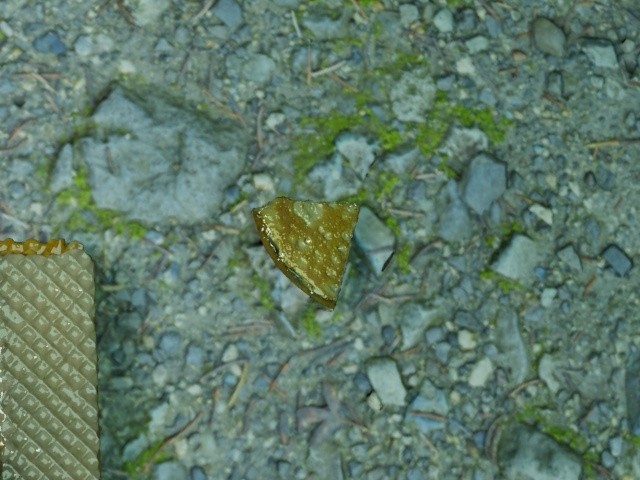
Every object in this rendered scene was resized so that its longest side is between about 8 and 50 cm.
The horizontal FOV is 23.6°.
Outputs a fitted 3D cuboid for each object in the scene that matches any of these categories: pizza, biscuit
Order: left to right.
[{"bbox_3d":[-0.230,0.176,1.288,0.094,0.054,0.378,2,73,-21],"label":"biscuit"},{"bbox_3d":[0.000,0.000,1.447,0.109,0.026,0.123,-34,85,-29],"label":"pizza"}]
